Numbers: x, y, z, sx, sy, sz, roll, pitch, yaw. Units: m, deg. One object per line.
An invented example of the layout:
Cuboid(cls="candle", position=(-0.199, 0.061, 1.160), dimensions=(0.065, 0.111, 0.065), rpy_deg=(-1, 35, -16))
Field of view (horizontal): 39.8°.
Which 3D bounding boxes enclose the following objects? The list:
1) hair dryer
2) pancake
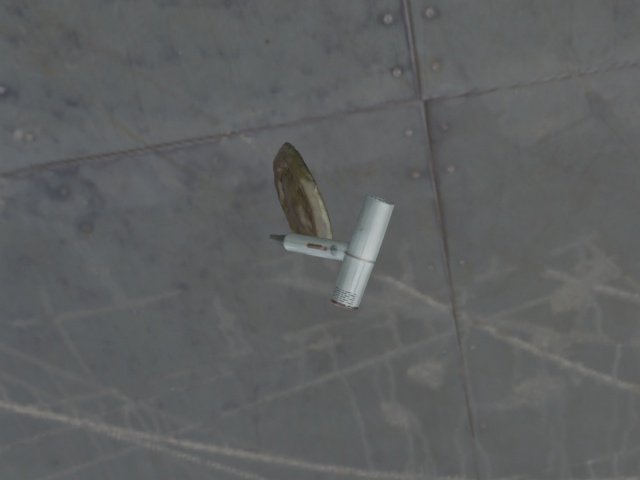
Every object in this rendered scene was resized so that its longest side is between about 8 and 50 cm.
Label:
Cuboid(cls="hair dryer", position=(0.001, -0.008, 1.222), dimensions=(0.044, 0.183, 0.154), rpy_deg=(10, 102, -57))
Cuboid(cls="pancake", position=(-0.038, -0.070, 1.565), dimensions=(0.042, 0.236, 0.222), rpy_deg=(-20, 121, -11))
